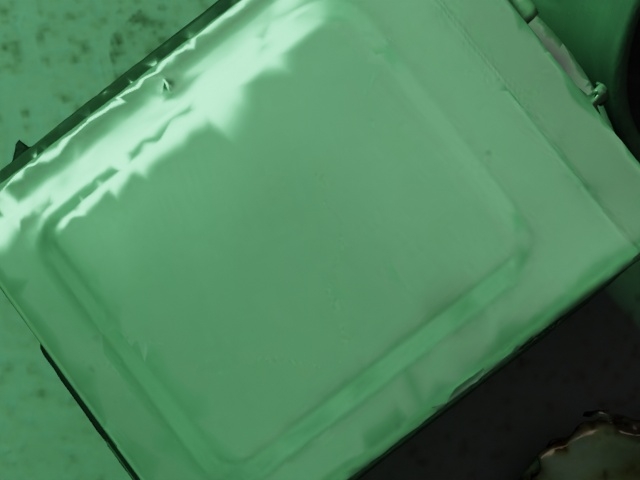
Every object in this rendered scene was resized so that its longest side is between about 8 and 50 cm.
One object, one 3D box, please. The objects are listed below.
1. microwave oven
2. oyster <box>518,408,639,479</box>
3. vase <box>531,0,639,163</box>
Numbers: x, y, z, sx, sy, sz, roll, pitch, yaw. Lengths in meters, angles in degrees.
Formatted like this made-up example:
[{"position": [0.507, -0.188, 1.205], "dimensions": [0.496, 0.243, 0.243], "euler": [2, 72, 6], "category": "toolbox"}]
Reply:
[{"position": [0.000, 0.000, 0.834], "dimensions": [0.237, 0.295, 0.181], "euler": [-37, 84, 0], "category": "microwave oven"}, {"position": [0.211, 0.124, 0.950], "dimensions": [0.341, 0.110, 0.166], "euler": [-36, 61, -9], "category": "oyster"}, {"position": [0.136, -0.120, 0.910], "dimensions": [0.156, 0.301, 0.251], "euler": [-32, 120, -9], "category": "vase"}]
